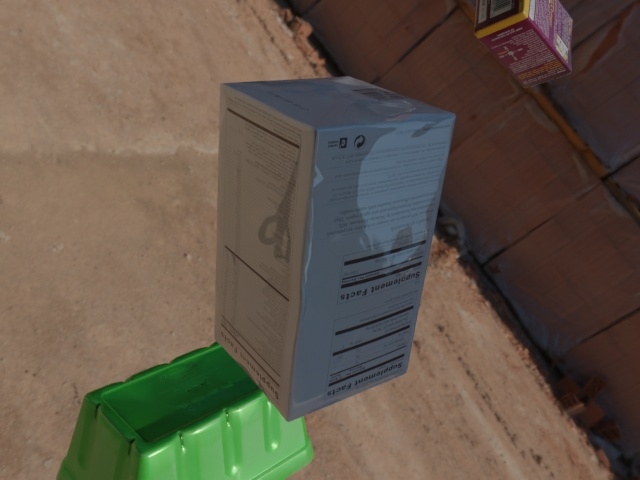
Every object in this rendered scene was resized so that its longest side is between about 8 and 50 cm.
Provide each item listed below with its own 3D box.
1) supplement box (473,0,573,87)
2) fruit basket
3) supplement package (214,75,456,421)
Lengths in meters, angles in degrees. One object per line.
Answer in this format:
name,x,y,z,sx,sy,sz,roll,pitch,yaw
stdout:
supplement box,0.161,-0.169,0.482,0.083,0.043,0.055,28,62,-39
fruit basket,-0.226,0.378,1.024,0.283,0.392,0.392,27,9,37
supplement package,0.000,0.000,0.517,0.133,0.244,0.139,-13,32,-34
